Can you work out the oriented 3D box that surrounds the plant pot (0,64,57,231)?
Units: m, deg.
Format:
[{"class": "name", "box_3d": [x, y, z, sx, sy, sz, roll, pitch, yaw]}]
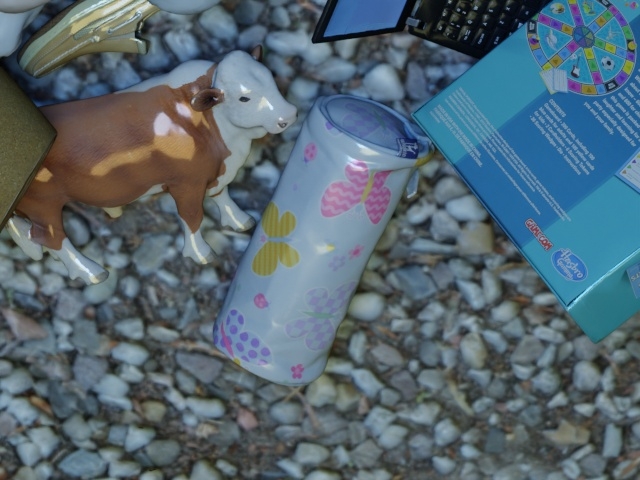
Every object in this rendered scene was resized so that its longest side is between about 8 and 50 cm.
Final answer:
[{"class": "plant pot", "box_3d": [-0.356, -0.104, 1.492, 0.254, 0.237, 0.237, 31, 111, -8]}]

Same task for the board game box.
[{"class": "board game box", "box_3d": [0.279, -0.116, 1.495, 0.336, 0.254, 0.079, -39, 143, 5]}]

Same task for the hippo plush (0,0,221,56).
[{"class": "hippo plush", "box_3d": [-0.180, -0.292, 1.465, 0.236, 0.234, 0.294, 0, 93, -23]}]

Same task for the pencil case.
[{"class": "pencil case", "box_3d": [0.000, 0.000, 1.647, 0.124, 0.113, 0.273, 2, 123, -46]}]

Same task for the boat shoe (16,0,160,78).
[{"class": "boat shoe", "box_3d": [-0.175, -0.189, 1.563, 0.190, 0.068, 0.072, -35, 97, 14]}]

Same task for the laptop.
[{"class": "laptop", "box_3d": [0.154, -0.246, 1.518, 0.264, 0.136, 0.234, 19, 114, -11]}]

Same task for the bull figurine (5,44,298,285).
[{"class": "bull figurine", "box_3d": [-0.157, -0.069, 1.605, 0.310, 0.101, 0.188, -7, 118, 14]}]
